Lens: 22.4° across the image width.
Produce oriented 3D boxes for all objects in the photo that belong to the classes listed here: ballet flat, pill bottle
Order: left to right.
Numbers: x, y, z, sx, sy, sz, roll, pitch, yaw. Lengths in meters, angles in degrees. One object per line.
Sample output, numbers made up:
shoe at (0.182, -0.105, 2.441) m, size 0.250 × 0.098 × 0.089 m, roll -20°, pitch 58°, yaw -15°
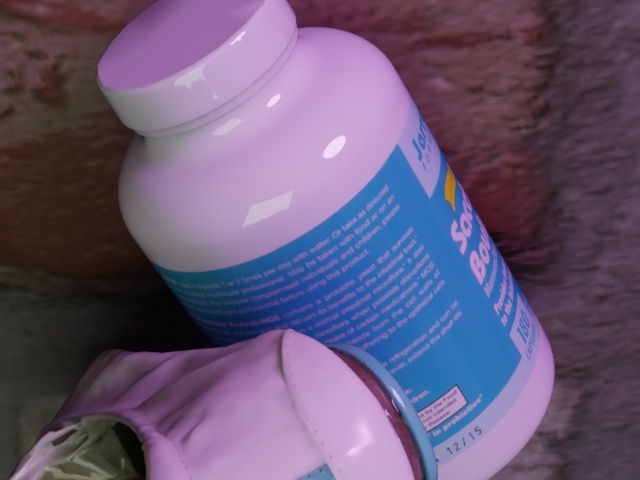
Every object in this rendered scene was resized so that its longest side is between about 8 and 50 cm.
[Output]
ballet flat at (-0.086, 0.123, 0.768) m, size 0.139 × 0.139 × 0.400 m, roll 25°, pitch 161°, yaw -16°
pill bottle at (0.000, 0.000, 0.780) m, size 0.146 × 0.146 × 0.264 m, roll -23°, pitch 123°, yaw 16°
